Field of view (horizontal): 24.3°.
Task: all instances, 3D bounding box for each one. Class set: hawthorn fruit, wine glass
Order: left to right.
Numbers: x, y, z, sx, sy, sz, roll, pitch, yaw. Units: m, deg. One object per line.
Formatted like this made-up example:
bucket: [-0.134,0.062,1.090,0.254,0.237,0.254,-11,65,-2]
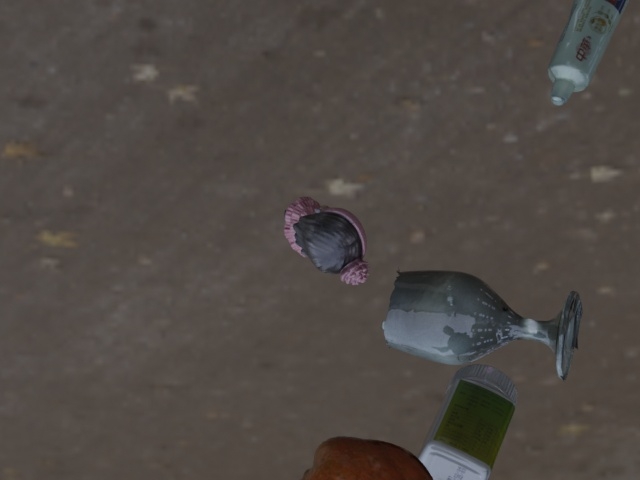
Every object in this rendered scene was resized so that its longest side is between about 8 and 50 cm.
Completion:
hawthorn fruit: [0.050,0.293,1.545,0.189,0.189,0.189,0,158,0]
wine glass: [0.208,0.106,1.916,0.241,0.126,0.126,6,161,18]

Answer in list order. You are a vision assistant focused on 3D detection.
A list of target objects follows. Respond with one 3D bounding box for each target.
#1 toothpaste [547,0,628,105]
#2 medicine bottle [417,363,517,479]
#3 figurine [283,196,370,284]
toothpaste: [0.252,-0.213,1.343,0.060,0.233,0.038,25,154,2]
medicine bottle: [0.174,0.240,1.800,0.088,0.188,0.132,24,130,7]
figurine: [0.000,0.000,1.372,0.054,0.072,0.129,-18,-164,-21]
